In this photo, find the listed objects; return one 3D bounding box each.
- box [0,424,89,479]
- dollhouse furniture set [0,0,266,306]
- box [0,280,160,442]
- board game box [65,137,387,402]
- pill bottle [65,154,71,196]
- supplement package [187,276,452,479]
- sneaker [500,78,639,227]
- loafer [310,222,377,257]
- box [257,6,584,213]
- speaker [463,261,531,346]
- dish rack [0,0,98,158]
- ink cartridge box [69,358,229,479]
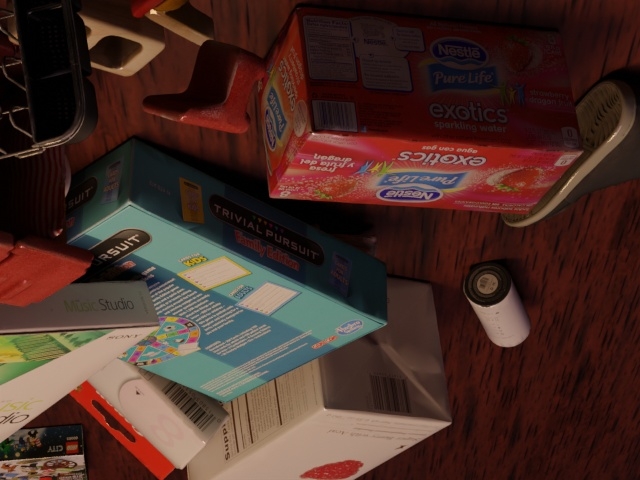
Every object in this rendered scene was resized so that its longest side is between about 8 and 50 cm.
[{"bbox_3d":[-0.421,0.296,2.502,0.233,0.044,0.159,-4,154,-5],"label":"box"},{"bbox_3d":[-0.201,-0.112,1.518,0.152,0.201,0.374,15,148,-38],"label":"dollhouse furniture set"},{"bbox_3d":[-0.340,0.134,1.865,0.232,0.058,0.322,-1,152,-48],"label":"box"},{"bbox_3d":[-0.138,0.040,1.944,0.336,0.079,0.254,27,140,-36],"label":"board game box"},{"bbox_3d":[-0.298,-0.030,1.790,0.094,0.094,0.169,4,152,-23],"label":"pill bottle"},{"bbox_3d":[-0.013,0.172,2.192,0.177,0.175,0.293,9,151,-32],"label":"supplement package"},{"bbox_3d":[0.272,-0.071,1.862,0.118,0.083,0.222,8,150,-30],"label":"sneaker"},{"bbox_3d":[0.000,0.000,2.003,0.125,0.039,0.045,14,179,-18],"label":"loafer"},{"bbox_3d":[0.084,-0.110,1.677,0.257,0.128,0.122,3,153,-20],"label":"box"},{"bbox_3d":[0.202,0.075,2.182,0.055,0.055,0.136,-12,154,12],"label":"speaker"},{"bbox_3d":[-0.299,-0.143,1.439,0.271,0.208,0.074,-13,169,15],"label":"dish rack"},{"bbox_3d":[-0.221,0.190,2.190,0.189,0.066,0.232,44,140,0],"label":"ink cartridge box"}]
